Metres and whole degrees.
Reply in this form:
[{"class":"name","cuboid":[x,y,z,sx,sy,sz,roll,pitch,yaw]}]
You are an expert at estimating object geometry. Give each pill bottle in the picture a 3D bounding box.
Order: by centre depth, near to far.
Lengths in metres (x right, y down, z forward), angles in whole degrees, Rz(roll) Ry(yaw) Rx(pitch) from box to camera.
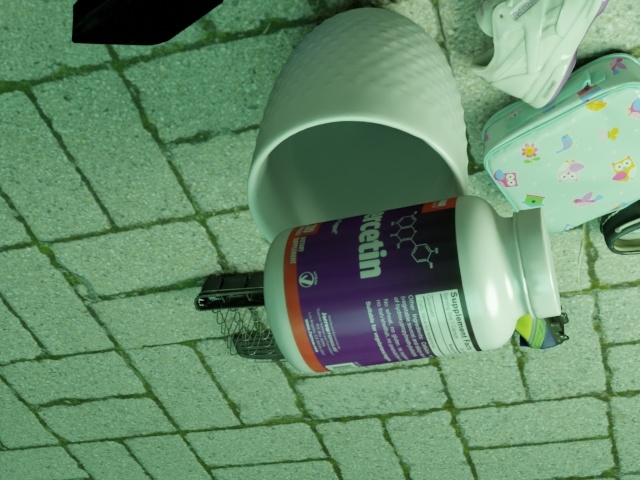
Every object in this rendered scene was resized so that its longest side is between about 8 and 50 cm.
[{"class":"pill bottle","cuboid":[0.108,0.049,1.005,0.323,0.181,0.181,-11,132,17]}]

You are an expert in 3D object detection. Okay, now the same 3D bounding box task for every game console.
[{"class":"game console","cuboid":[-0.148,-0.354,1.096,0.361,0.213,0.044,-28,89,27]}]

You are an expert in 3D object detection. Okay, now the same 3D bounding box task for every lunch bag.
[{"class":"lunch bag","cuboid":[0.397,-0.147,1.288,0.279,0.108,0.224,-28,121,29]}]

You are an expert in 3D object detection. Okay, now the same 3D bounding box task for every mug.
[{"class":"mug","cuboid":[0.071,-0.125,1.197,0.276,0.328,0.374,-6,134,14]}]

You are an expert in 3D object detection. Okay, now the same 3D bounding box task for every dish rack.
[{"class":"dish rack","cuboid":[-0.112,0.168,1.696,0.208,0.074,0.271,-4,134,13]}]

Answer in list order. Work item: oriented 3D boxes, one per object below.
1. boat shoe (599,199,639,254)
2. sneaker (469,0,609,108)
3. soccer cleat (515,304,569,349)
[{"class":"boat shoe","cuboid":[0.612,-0.035,1.382,0.303,0.091,0.114,-13,132,20]},{"class":"sneaker","cuboid":[0.294,-0.317,1.126,0.152,0.114,0.305,22,131,3]},{"class":"soccer cleat","cuboid":[0.353,0.107,1.561,0.121,0.093,0.289,-17,130,32]}]
